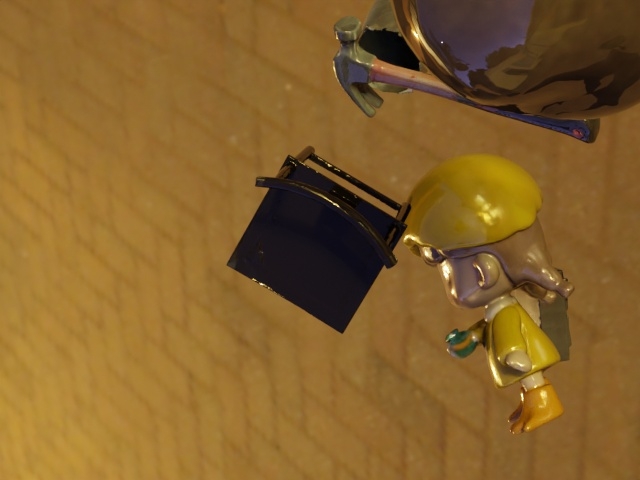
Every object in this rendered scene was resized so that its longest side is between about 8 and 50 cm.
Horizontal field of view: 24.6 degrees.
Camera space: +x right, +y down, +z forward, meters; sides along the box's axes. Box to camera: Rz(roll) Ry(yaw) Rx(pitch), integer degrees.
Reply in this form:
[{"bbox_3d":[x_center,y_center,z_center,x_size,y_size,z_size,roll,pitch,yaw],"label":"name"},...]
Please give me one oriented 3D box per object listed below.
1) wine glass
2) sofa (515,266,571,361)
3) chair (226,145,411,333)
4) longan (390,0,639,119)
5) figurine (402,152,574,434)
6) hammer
[{"bbox_3d":[0.114,-0.273,1.861,0.111,0.204,0.111,13,129,17],"label":"wine glass"},{"bbox_3d":[0.351,0.113,2.304,0.085,0.060,0.147,-162,64,-68],"label":"sofa"},{"bbox_3d":[0.000,0.000,1.509,0.154,0.260,0.141,30,103,2],"label":"chair"},{"bbox_3d":[0.170,-0.195,1.039,0.215,0.246,0.246,-119,19,-68],"label":"longan"},{"bbox_3d":[0.217,0.060,1.829,0.215,0.187,0.344,161,90,-79],"label":"figurine"},{"bbox_3d":[0.149,-0.153,1.526,0.287,0.033,0.111,16,139,18],"label":"hammer"}]
